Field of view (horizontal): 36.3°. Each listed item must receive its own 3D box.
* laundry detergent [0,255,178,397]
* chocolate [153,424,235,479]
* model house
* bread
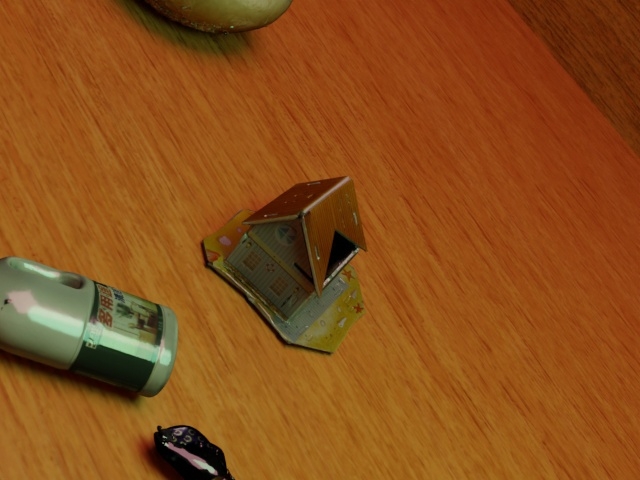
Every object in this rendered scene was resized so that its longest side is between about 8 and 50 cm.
[{"bbox_3d":[-0.242,0.068,0.885,0.226,0.070,0.099,23,45,-26],"label":"laundry detergent"},{"bbox_3d":[-0.093,0.224,0.869,0.147,0.070,0.072,61,9,27],"label":"chocolate"},{"bbox_3d":[0.000,0.000,1.161,0.207,0.136,0.219,44,32,5],"label":"model house"},{"bbox_3d":[-0.180,-0.420,1.443,0.306,0.159,0.305,29,37,-25],"label":"bread"}]
